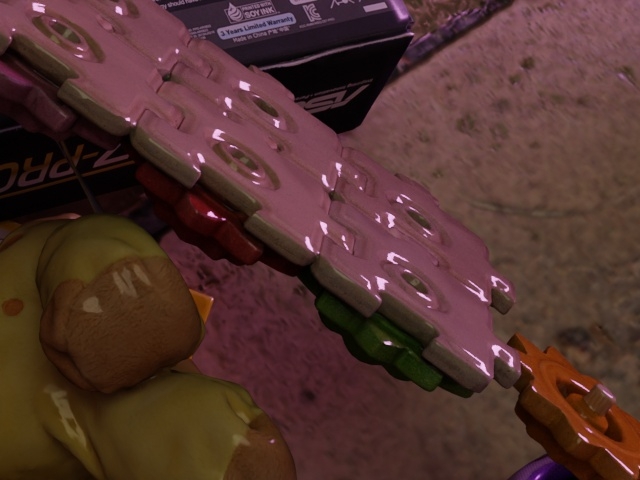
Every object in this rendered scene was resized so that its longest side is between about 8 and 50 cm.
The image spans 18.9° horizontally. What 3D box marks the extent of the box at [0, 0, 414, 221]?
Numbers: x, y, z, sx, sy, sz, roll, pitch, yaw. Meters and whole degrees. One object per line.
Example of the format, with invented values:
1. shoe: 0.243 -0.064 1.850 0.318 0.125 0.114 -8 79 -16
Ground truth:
1. box: -0.198 -0.156 0.879 0.394 0.097 0.318 -18 68 -28

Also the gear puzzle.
1. gear puzzle: 0.000 0.000 0.761 0.339 0.044 0.175 36 17 -8

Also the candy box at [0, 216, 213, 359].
1. candy box: -0.159 0.035 0.847 0.205 0.027 0.105 21 57 -3

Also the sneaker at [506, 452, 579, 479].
1. sneaker: 0.156 0.115 0.842 0.236 0.104 0.095 -18 67 -23

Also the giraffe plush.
1. giraffe plush: -0.127 0.072 0.740 0.170 0.181 0.210 -33 72 -11
